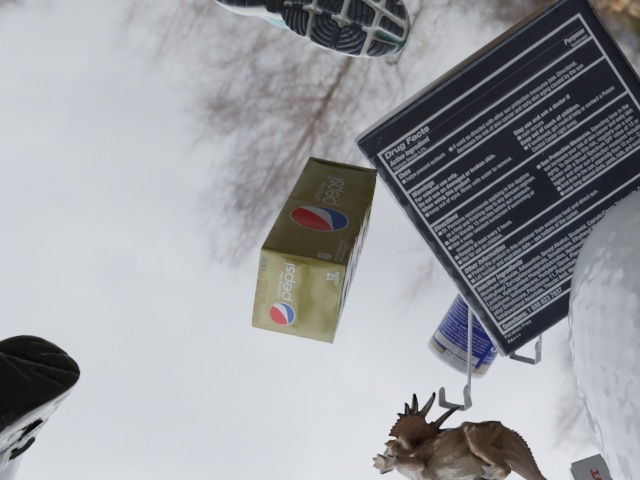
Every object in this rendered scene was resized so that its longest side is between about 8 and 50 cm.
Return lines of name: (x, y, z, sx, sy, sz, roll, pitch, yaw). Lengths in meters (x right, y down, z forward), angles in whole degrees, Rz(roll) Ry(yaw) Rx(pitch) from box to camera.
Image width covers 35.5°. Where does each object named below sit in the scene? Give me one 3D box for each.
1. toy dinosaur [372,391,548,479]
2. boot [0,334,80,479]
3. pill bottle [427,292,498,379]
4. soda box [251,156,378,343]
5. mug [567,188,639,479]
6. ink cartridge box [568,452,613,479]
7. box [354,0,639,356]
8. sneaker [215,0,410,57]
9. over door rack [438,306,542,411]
toy dinosaur: (0.199, 0.299, 1.420, 0.296, 0.127, 0.200, -5, -158, 23)
boot: (-0.457, 0.279, 1.134, 0.138, 0.284, 0.377, 37, -152, 12)
pill bottle: (0.268, 0.125, 1.655, 0.112, 0.186, 0.112, 28, -168, -7)
soda box: (0.000, 0.000, 0.725, 0.058, 0.061, 0.181, 11, -154, 5)
mug: (0.357, 0.069, 0.758, 0.276, 0.374, 0.328, 5, -143, -19)
ink cartridge box: (0.531, 0.394, 1.484, 0.114, 0.273, 0.197, 69, -176, -57)
box: (0.240, -0.082, 1.159, 0.294, 0.296, 0.183, 55, -174, -7)
sneaker: (-0.002, -0.280, 1.164, 0.275, 0.107, 0.110, 29, -172, 33)
over door rack: (0.319, 0.108, 1.600, 0.108, 0.324, 0.240, 27, -148, 35)
